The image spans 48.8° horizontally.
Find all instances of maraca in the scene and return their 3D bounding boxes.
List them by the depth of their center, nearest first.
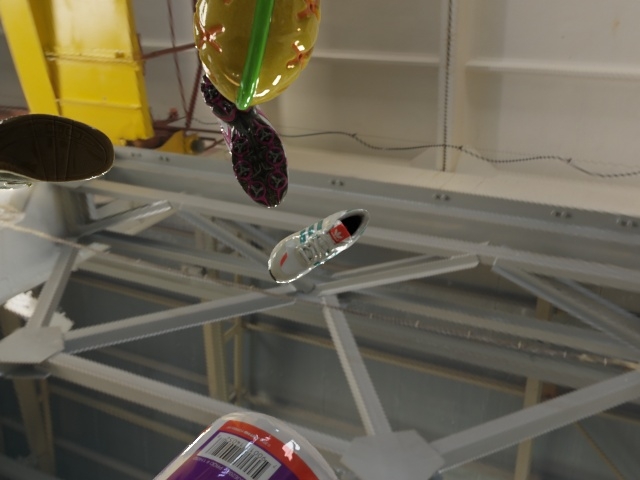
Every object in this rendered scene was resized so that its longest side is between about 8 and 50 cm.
[{"bbox_3d":[-0.046,-0.195,0.559,0.099,0.127,0.186,9,-72,-14],"label":"maraca"}]

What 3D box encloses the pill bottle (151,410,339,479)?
[{"bbox_3d":[-0.124,0.311,0.618,0.181,0.323,0.182,19,-53,28],"label":"pill bottle"}]

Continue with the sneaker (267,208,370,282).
[{"bbox_3d":[0.000,0.000,0.955,0.057,0.161,0.075,59,-27,0],"label":"sneaker"}]

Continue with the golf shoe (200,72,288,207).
[{"bbox_3d":[-0.084,-0.124,0.870,0.067,0.086,0.186,-23,-99,2],"label":"golf shoe"}]

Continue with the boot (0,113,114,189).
[{"bbox_3d":[-0.353,-0.100,0.854,0.213,0.165,0.077,-2,-91,-10],"label":"boot"}]
